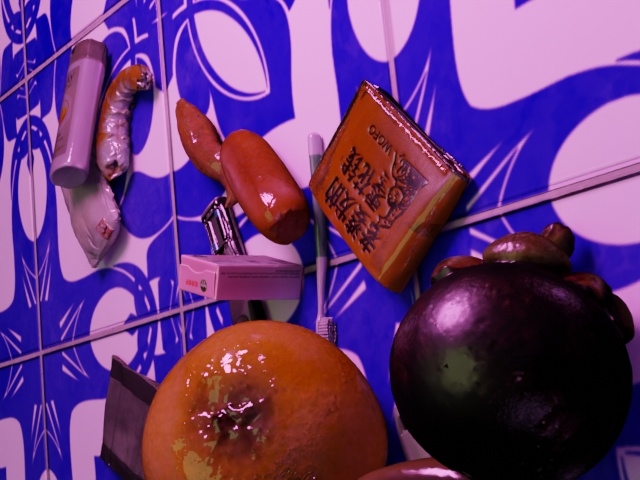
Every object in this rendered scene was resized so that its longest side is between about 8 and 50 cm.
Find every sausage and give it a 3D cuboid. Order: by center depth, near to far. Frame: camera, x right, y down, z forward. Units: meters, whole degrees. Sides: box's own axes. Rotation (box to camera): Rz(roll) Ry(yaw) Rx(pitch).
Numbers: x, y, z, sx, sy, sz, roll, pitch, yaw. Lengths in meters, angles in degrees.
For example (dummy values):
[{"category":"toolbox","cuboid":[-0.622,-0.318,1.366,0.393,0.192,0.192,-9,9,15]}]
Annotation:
[{"category":"sausage","cuboid":[-0.071,-0.069,1.403,0.076,0.076,0.197,-66,33,27]}]

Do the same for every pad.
[{"category":"pad","cuboid":[-0.267,0.278,1.709,0.233,0.022,0.174,20,105,53]}]

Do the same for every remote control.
[{"category":"remote control","cuboid":[-0.111,0.041,1.501,0.059,0.028,0.212,-46,53,41]}]

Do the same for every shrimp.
[{"category":"shrimp","cuboid":[-0.287,-0.181,1.735,0.166,0.049,0.161,-31,55,50]}]

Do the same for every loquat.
[{"category":"loquat","cuboid":[-0.060,0.218,1.232,0.263,0.263,0.263,-4,86,54]}]

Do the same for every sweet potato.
[{"category":"sweet potato","cuboid":[-0.147,-0.118,1.540,0.055,0.058,0.202,-35,54,-3]}]

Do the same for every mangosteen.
[{"category":"mangosteen","cuboid":[0.169,0.086,0.995,0.211,0.211,0.250,-17,45,52]}]

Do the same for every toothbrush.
[{"category":"toothbrush","cuboid":[0.000,0.000,1.360,0.024,0.018,0.257,-12,79,50]}]

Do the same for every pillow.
[{"category":"pillow","cuboid":[-0.365,-0.077,1.835,0.128,0.051,0.229,-55,47,40]}]

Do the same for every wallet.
[{"category":"wallet","cuboid":[0.066,-0.059,1.253,0.195,0.042,0.161,54,130,40]}]

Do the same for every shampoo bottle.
[{"category":"shampoo bottle","cuboid":[-0.372,-0.197,1.797,0.086,0.056,0.227,-33,47,54]}]

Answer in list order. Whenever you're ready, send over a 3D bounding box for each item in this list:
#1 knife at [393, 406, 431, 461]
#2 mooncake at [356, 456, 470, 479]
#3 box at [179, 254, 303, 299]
[{"category":"knife","cuboid":[0.134,0.292,1.163,0.043,0.020,0.293,-46,54,37]},{"category":"mooncake","cuboid":[0.124,0.303,1.079,0.235,0.117,0.234,-9,75,34]},{"category":"box","cuboid":[-0.095,0.044,1.398,0.089,0.125,0.043,12,99,55]}]
